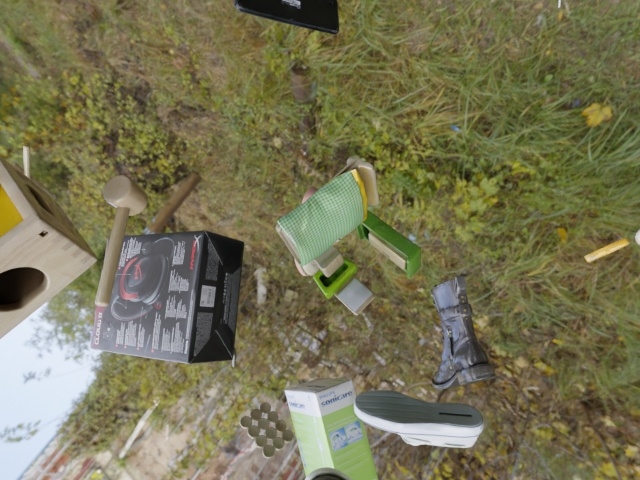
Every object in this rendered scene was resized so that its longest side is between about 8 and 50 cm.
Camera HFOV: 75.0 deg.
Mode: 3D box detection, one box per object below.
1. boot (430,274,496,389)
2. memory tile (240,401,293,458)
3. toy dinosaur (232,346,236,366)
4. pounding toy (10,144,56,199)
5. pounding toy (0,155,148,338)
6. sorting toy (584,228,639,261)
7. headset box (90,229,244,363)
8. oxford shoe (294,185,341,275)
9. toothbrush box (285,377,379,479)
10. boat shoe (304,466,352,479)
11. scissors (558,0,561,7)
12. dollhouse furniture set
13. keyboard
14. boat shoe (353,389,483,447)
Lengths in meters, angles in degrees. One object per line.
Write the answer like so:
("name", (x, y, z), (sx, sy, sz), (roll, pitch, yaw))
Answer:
("boot", (0.303, 0.212, 0.956), (0.091, 0.229, 0.263), (-6, 156, -11))
("memory tile", (-0.163, 0.574, 1.268), (0.148, 0.113, 0.012), (41, 136, 25))
("toy dinosaur", (-0.306, 0.172, 1.004), (0.121, 0.160, 0.313), (-22, 88, 40))
("pounding toy", (-0.605, -0.095, 0.827), (0.100, 0.141, 0.130), (4, 150, 16))
("pounding toy", (-0.273, -0.007, 0.396), (0.181, 0.206, 0.094), (40, 165, 28))
("sorting toy", (0.562, -0.037, 0.590), (0.348, 0.196, 0.047), (-39, 66, 39))
("headset box", (-0.297, 0.102, 0.778), (0.293, 0.218, 0.110), (-3, 167, 29))
("oxford shoe", (0.000, 0.000, 1.460), (0.146, 0.140, 0.397), (18, 139, 12))
("toothbrush box", (0.025, 0.530, 1.126), (0.206, 0.122, 0.283), (-32, 72, 59))
("boat shoe", (0.061, 0.512, 0.656), (0.305, 0.109, 0.091), (64, -176, -1))
("scissors", (0.278, -0.422, 0.454), (0.109, 0.021, 0.297), (-95, -9, -67))
("dollhouse furniture set", (0.070, 0.016, 0.793), (0.151, 0.197, 0.301), (42, 169, 26))
("keyboard", (-0.057, -0.404, 0.694), (0.192, 0.100, 0.038), (-2, -179, -32))
("boat shoe", (0.170, 0.331, 0.744), (0.226, 0.083, 0.075), (7, 113, 11))
